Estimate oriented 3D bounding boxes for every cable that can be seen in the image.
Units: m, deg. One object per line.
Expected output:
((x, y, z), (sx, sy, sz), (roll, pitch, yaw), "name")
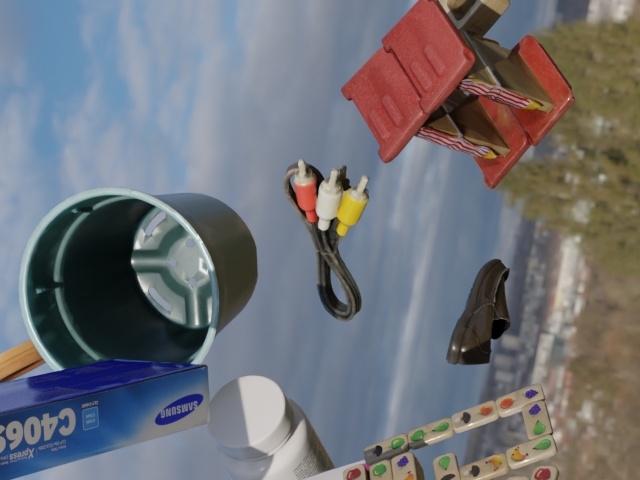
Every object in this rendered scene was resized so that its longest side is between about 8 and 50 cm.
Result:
((0.000, 0.000, 1.863), (0.072, 0.139, 0.287), (-50, -28, -49), "cable")

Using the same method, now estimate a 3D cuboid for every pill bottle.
((-0.079, 0.354, 2.158), (0.283, 0.160, 0.160), (66, -148, -48), "pill bottle")

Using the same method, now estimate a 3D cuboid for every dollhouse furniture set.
((0.110, -0.254, 1.507), (0.152, 0.201, 0.374), (-48, 51, 29), "dollhouse furniture set")

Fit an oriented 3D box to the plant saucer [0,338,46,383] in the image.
((-0.512, 0.206, 2.210), (0.037, 0.200, 0.200), (63, -173, 4), "plant saucer")

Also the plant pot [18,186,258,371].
((-0.271, 0.061, 2.183), (0.334, 0.341, 0.341), (-28, -52, -71), "plant pot")

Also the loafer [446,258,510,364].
((0.266, 0.122, 2.075), (0.080, 0.078, 0.220), (96, -162, -50), "loafer")

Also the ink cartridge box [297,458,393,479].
((0.007, 0.373, 1.775), (0.311, 0.185, 0.065), (97, 155, -65), "ink cartridge box")

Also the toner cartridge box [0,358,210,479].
((-0.300, 0.199, 1.472), (0.348, 0.165, 0.075), (-8, -83, -52), "toner cartridge box")

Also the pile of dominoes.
((0.149, 0.261, 1.496), (0.196, 0.251, 0.040), (-95, -22, -56), "pile of dominoes")
